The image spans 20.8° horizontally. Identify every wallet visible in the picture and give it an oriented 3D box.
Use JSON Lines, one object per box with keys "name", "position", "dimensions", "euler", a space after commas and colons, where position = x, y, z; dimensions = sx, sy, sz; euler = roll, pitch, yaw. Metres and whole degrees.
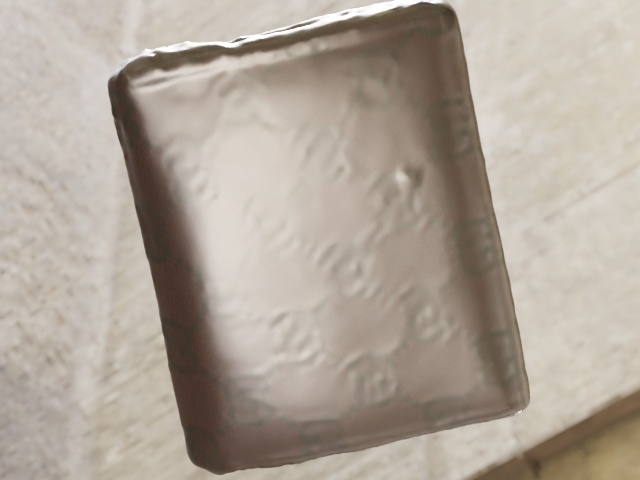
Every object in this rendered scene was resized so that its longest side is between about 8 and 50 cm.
{"name": "wallet", "position": [0.000, 0.000, 0.874], "dimensions": [0.049, 0.182, 0.229], "euler": [-97, 176, -69]}
